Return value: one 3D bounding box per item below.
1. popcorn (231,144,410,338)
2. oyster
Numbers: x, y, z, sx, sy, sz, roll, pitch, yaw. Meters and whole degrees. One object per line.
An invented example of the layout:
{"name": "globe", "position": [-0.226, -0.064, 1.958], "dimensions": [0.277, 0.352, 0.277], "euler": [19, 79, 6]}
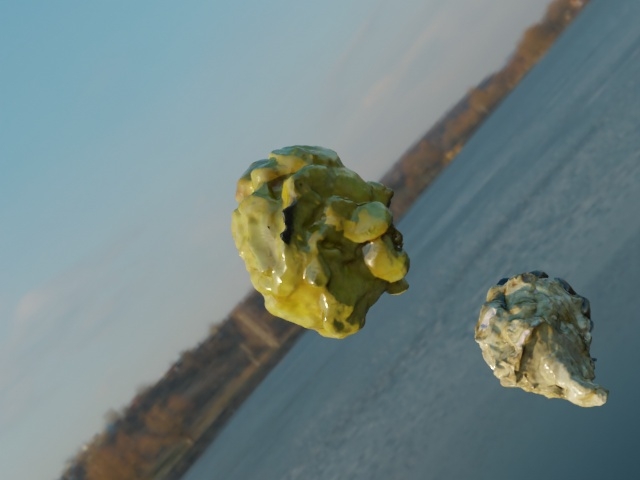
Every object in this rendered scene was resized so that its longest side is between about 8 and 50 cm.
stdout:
{"name": "popcorn", "position": [0.000, 0.000, 1.561], "dimensions": [0.252, 0.286, 0.215], "euler": [-19, 3, -23]}
{"name": "oyster", "position": [0.263, 0.112, 1.260], "dimensions": [0.163, 0.191, 0.081], "euler": [-43, -20, -23]}
